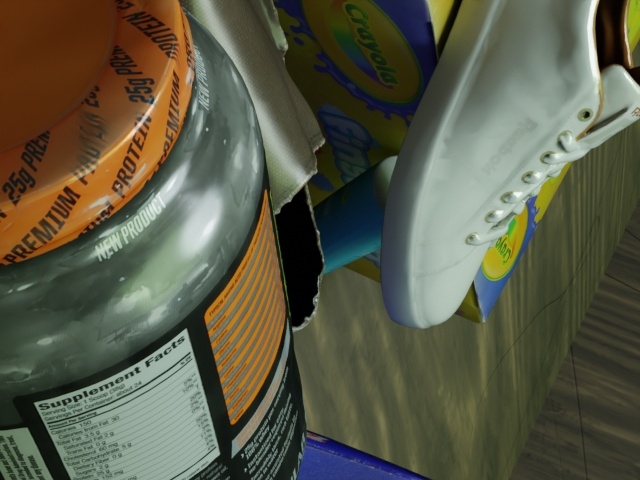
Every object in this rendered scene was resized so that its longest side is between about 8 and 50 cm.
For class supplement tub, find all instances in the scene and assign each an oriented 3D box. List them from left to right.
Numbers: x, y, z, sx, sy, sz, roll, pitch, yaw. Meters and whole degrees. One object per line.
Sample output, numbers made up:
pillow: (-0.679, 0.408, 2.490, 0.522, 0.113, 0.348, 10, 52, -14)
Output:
supplement tub: (-0.118, 0.022, 0.718, 0.207, 0.207, 0.338, -58, 158, -29)

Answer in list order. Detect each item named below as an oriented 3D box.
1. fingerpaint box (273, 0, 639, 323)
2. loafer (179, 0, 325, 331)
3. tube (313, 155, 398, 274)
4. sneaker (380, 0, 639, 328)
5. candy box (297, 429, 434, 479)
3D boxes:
fingerpaint box: (0.114, -0.208, 1.172, 0.371, 0.163, 0.445, -60, 158, -19)
loafer: (-0.051, -0.078, 0.891, 0.134, 0.130, 0.366, -53, 153, -28)
tube: (0.000, 0.000, 1.137, 0.207, 0.052, 0.080, -30, -167, 50)
sneaker: (0.124, -0.063, 0.954, 0.106, 0.123, 0.290, -23, 135, -62)
candy box: (-0.037, 0.173, 1.015, 0.317, 0.268, 0.122, 41, 68, -70)
